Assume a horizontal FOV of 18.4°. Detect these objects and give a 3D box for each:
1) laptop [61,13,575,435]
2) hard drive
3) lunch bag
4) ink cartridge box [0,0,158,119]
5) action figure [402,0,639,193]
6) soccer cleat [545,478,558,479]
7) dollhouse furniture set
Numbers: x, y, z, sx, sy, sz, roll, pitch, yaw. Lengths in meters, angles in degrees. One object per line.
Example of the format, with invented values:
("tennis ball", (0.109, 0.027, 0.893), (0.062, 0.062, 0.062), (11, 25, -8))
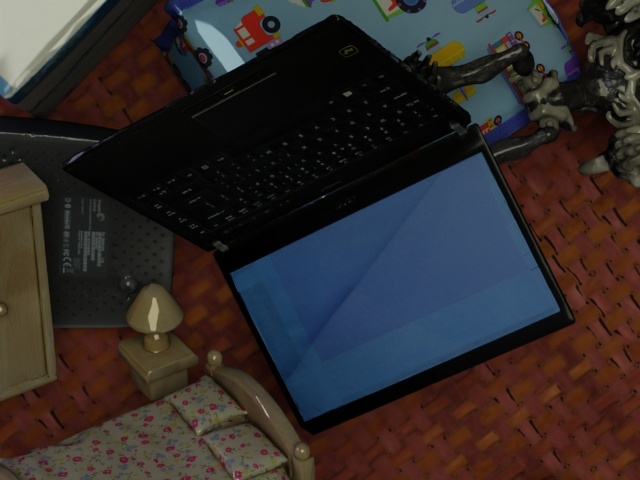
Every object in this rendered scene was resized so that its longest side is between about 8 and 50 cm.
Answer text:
("laptop", (0.000, 0.000, 1.352), (0.234, 0.264, 0.136), (-26, 56, 25))
("hard drive", (-0.236, -0.017, 1.490), (0.255, 0.054, 0.172), (3, 122, -4))
("lunch bag", (0.057, -0.152, 1.518), (0.293, 0.138, 0.221), (-33, 90, -11))
("ink cartridge box", (-0.216, -0.226, 1.423), (0.198, 0.270, 0.197), (43, 88, -2))
("action figure", (0.201, -0.111, 1.445), (0.276, 0.141, 0.164), (-18, 92, -22))
("soccer cleat", (0.220, 0.349, 1.516), (0.143, 0.116, 0.331), (-30, 91, -4))
("dollhouse furniture set", (-0.182, 0.115, 1.320), (0.303, 0.355, 0.173), (-20, 128, -27))
